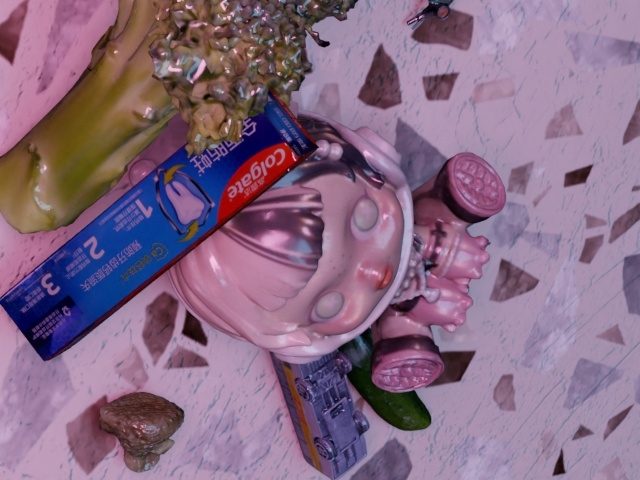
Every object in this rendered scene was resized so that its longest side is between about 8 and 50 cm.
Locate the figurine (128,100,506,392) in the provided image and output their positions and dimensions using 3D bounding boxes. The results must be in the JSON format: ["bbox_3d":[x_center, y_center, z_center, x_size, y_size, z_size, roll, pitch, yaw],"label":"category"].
[{"bbox_3d":[-0.002,0.010,1.728,0.361,0.211,0.253,14,85,-46],"label":"figurine"}]

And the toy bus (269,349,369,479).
[{"bbox_3d":[0.000,0.171,1.888,0.064,0.075,0.190,-35,128,-25],"label":"toy bus"}]

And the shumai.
[{"bbox_3d":[-0.179,0.198,1.746,0.083,0.082,0.080,-5,112,-18],"label":"shumai"}]

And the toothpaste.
[{"bbox_3d":[-0.148,-0.013,1.559,0.320,0.076,0.066,-37,179,20],"label":"toothpaste"}]

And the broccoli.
[{"bbox_3d":[-0.141,-0.204,1.519,0.275,0.397,0.353,39,54,-5],"label":"broccoli"}]

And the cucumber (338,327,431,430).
[{"bbox_3d":[0.061,0.148,1.951,0.056,0.056,0.250,-50,133,-16],"label":"cucumber"}]

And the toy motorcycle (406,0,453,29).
[{"bbox_3d":[0.142,-0.299,1.845,0.173,0.058,0.100,-40,134,-26],"label":"toy motorcycle"}]
